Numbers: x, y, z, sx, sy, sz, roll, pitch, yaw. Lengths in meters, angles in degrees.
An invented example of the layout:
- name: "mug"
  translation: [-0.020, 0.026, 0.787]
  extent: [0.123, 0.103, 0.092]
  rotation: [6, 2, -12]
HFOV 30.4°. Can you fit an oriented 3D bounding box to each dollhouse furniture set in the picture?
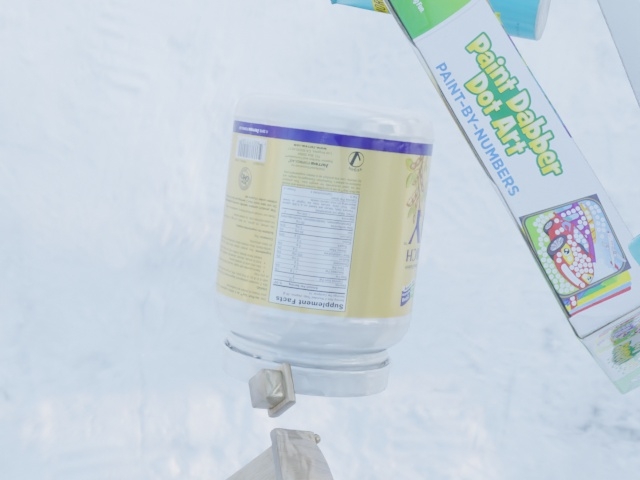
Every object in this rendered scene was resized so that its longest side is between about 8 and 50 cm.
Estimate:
- name: "dollhouse furniture set"
  translation: [-0.043, 0.366, 1.321]
  extent: [0.173, 0.303, 0.356]
  rotation: [11, 55, -33]

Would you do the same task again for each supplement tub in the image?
- name: "supplement tub"
  translation: [0.000, 0.000, 1.399]
  extent: [0.241, 0.241, 0.331]
  rotation: [6, 96, -8]

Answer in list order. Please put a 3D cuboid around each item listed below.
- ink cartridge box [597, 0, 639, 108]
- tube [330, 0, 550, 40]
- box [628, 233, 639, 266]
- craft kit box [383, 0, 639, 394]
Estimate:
- name: "ink cartridge box"
  translation: [0.224, -0.183, 0.735]
  extent: [0.092, 0.218, 0.159]
  rotation: [-18, 122, 22]
- name: "tube"
  translation: [0.097, -0.219, 1.041]
  extent: [0.207, 0.080, 0.052]
  rotation: [13, 65, 19]
- name: "box"
  translation: [0.195, 0.024, 0.423]
  extent: [0.060, 0.244, 0.100]
  rotation: [-38, 71, 26]
- name: "craft kit box"
  translation: [0.136, -0.035, 0.732]
  extent: [0.061, 0.250, 0.247]
  rotation: [-28, 70, 11]
